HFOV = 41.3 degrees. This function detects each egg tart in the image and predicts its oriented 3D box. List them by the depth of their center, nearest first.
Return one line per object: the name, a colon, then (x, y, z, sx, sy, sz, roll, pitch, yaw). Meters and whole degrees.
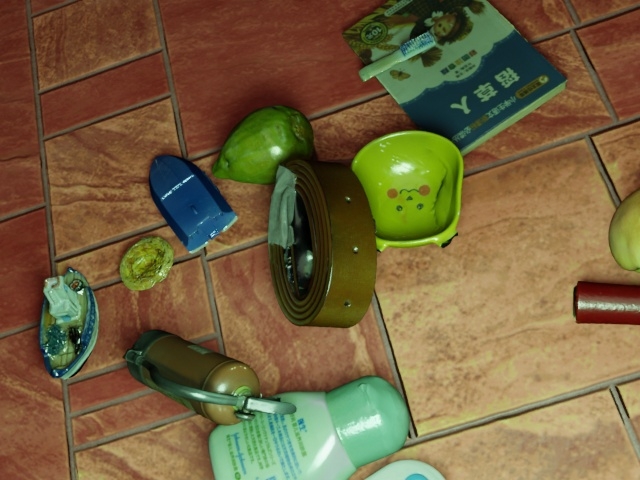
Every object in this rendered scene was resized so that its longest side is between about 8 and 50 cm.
egg tart: (-0.361, 0.051, 1.788, 0.129, 0.049, 0.128, -9, 60, 16)

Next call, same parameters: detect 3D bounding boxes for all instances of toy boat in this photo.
toy boat: (-0.525, 0.162, 1.741, 0.114, 0.115, 0.262, -13, 63, 9)
toy boat: (-0.293, -0.099, 1.826, 0.129, 0.088, 0.295, -38, 51, -4)

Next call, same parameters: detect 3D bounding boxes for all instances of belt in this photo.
belt: (0.000, 0.000, 1.624, 0.217, 0.122, 0.338, -32, 59, 48)

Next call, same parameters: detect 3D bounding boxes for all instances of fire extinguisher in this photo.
fire extinguisher: (-0.232, 0.257, 1.512, 0.376, 0.200, 0.113, 11, 107, 46)

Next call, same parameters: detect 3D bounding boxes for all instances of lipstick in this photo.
lipstick: (0.569, 0.114, 1.496, 0.241, 0.080, 0.080, 1, 66, 15)

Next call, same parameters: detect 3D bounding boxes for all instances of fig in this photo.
fig: (-0.130, -0.198, 1.781, 0.234, 0.167, 0.167, -7, 64, 4)

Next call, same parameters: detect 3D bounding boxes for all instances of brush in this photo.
brush: (0.163, -0.396, 1.826, 0.179, 0.030, 0.033, -27, 71, 5)

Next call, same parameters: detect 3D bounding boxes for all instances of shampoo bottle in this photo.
shampoo bottle: (-0.011, 0.353, 1.497, 0.350, 0.151, 0.221, -24, 50, 3)

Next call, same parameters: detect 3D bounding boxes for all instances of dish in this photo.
dish: (0.178, -0.080, 1.673, 0.221, 0.108, 0.262, -7, 63, 11)

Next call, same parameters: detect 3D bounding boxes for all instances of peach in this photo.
peach: (0.602, -0.016, 1.498, 0.184, 0.184, 0.184, -6, 64, 12)

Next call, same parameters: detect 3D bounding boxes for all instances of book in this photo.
book: (0.276, -0.390, 1.829, 0.300, 0.039, 0.428, -34, 62, -3)

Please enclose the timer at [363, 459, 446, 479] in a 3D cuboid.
timer: (0.143, 0.514, 1.418, 0.237, 0.087, 0.262, -33, 62, -2)
